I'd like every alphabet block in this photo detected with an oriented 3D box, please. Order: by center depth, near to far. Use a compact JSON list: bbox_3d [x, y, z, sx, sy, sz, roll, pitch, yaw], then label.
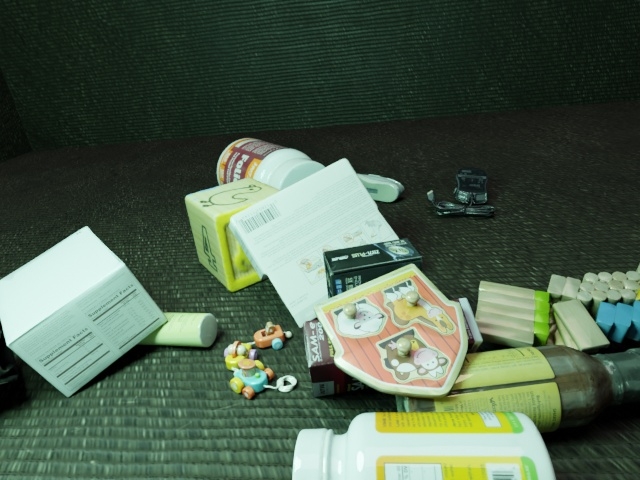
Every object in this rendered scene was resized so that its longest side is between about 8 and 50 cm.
[{"bbox_3d":[-0.188,-0.022,1.063,0.192,0.194,0.197,-23,30,-28],"label":"alphabet block"}]

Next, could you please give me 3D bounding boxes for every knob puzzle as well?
[{"bbox_3d":[0.105,0.117,0.581,0.213,0.030,0.213,-2,43,2],"label":"knob puzzle"}]

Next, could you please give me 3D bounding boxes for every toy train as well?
[{"bbox_3d":[-0.102,0.192,0.755,0.125,0.046,0.166,-12,25,-11],"label":"toy train"}]

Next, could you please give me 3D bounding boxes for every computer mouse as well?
[{"bbox_3d":[0.410,-0.136,1.324,0.184,0.060,0.262,3,38,10],"label":"computer mouse"}]

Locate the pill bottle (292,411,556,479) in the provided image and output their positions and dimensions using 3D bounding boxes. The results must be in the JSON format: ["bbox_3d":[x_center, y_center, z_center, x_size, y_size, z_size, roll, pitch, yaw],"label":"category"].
[{"bbox_3d":[0.100,0.253,0.467,0.245,0.136,0.136,-3,25,8],"label":"pill bottle"}]

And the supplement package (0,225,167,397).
[{"bbox_3d":[-0.453,0.115,0.828,0.204,0.145,0.261,-40,37,-23],"label":"supplement package"}]

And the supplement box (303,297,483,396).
[{"bbox_3d":[0.099,0.161,0.658,0.239,0.130,0.073,-8,53,-2],"label":"supplement box"}]

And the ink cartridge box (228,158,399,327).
[{"bbox_3d":[0.000,0.000,0.939,0.296,0.261,0.066,-30,-7,-21],"label":"ink cartridge box"}]

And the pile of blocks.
[{"bbox_3d":[0.417,0.132,0.704,0.362,0.113,0.149,-10,42,5],"label":"pile of blocks"}]

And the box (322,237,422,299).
[{"bbox_3d":[0.089,0.102,0.742,0.147,0.180,0.077,-9,24,-6],"label":"box"}]

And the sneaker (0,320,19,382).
[{"bbox_3d":[-0.606,0.198,0.597,0.257,0.169,0.447,-18,10,1],"label":"sneaker"}]

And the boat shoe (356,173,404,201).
[{"bbox_3d":[0.168,-0.175,1.454,0.227,0.079,0.081,18,25,33],"label":"boat shoe"}]

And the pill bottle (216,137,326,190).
[{"bbox_3d":[-0.143,-0.177,1.346,0.224,0.224,0.392,-21,28,-28],"label":"pill bottle"}]

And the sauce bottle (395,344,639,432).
[{"bbox_3d":[0.273,0.197,0.582,0.344,0.111,0.111,-5,25,0],"label":"sauce bottle"}]

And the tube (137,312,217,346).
[{"bbox_3d":[-0.315,0.168,0.848,0.240,0.062,0.070,-3,-10,21],"label":"tube"}]
